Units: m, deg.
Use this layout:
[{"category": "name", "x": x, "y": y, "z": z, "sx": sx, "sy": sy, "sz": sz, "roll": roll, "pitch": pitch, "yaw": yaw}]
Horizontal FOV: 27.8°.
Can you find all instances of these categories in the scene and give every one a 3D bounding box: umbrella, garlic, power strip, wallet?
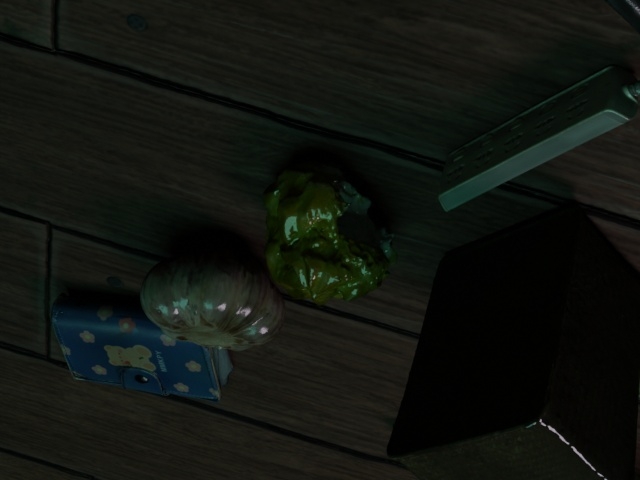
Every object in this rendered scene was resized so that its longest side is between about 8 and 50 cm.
[{"category": "umbrella", "x": 0.274, "y": -0.182, "z": 1.071, "sx": 0.133, "sy": 0.031, "sz": 0.036, "roll": 38, "pitch": 157, "yaw": -21}, {"category": "garlic", "x": -0.117, "y": 0.061, "z": 1.418, "sx": 0.159, "sy": 0.102, "sz": 0.147, "roll": 12, "pitch": 154, "yaw": -8}, {"category": "power strip", "x": 0.198, "y": -0.094, "z": 1.169, "sx": 0.027, "sy": 0.060, "sz": 0.252, "roll": 40, "pitch": 134, "yaw": -24}, {"category": "wallet", "x": -0.211, "y": 0.131, "z": 1.558, "sx": 0.202, "sy": 0.059, "sz": 0.141, "roll": 6, "pitch": 139, "yaw": 13}]

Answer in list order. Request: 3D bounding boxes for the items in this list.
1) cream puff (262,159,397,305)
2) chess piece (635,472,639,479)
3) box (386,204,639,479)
[{"category": "cream puff", "x": 0.000, "y": 0.001, "z": 1.288, "sx": 0.121, "sy": 0.156, "sz": 0.156, "roll": -26, "pitch": 124, "yaw": 17}, {"category": "chess piece", "x": 0.338, "y": 0.337, "z": 1.513, "sx": 0.330, "sy": 0.182, "sz": 0.182, "roll": 41, "pitch": 134, "yaw": -16}, {"category": "box", "x": 0.199, "y": 0.123, "z": 1.242, "sx": 0.184, "sy": 0.273, "sz": 0.143, "roll": -24, "pitch": 123, "yaw": 38}]
